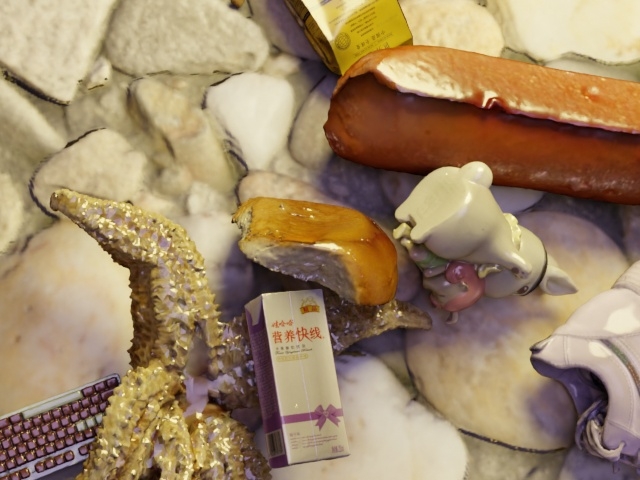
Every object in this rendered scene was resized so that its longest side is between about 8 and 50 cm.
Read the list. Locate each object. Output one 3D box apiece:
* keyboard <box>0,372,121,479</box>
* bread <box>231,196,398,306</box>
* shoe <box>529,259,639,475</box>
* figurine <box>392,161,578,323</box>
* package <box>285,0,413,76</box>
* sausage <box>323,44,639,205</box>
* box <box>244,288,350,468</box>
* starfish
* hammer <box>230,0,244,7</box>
[{"bbox_3d":[-0.212,0.147,0.871,0.165,0.017,0.055,-20,84,-14],"label":"keyboard"},{"bbox_3d":[0.000,0.000,0.884,0.126,0.129,0.044,16,108,-8],"label":"bread"},{"bbox_3d":[0.262,0.141,0.926,0.137,0.095,0.245,-27,81,-11],"label":"shoe"},{"bbox_3d":[0.119,0.012,0.938,0.146,0.098,0.081,45,29,-35],"label":"figurine"},{"bbox_3d":[0.021,-0.178,0.966,0.071,0.047,0.131,-29,84,-16],"label":"package"},{"bbox_3d":[0.165,-0.086,0.950,0.330,0.102,0.102,8,77,-10],"label":"sausage"},{"bbox_3d":[-0.016,0.093,0.841,0.050,0.036,0.117,-2,75,-27],"label":"box"},{"bbox_3d":[-0.080,0.145,0.861,0.301,0.084,0.294,21,68,-24],"label":"starfish"},{"bbox_3d":[-0.038,-0.237,0.986,0.029,0.014,0.123,31,77,-7],"label":"hammer"}]
